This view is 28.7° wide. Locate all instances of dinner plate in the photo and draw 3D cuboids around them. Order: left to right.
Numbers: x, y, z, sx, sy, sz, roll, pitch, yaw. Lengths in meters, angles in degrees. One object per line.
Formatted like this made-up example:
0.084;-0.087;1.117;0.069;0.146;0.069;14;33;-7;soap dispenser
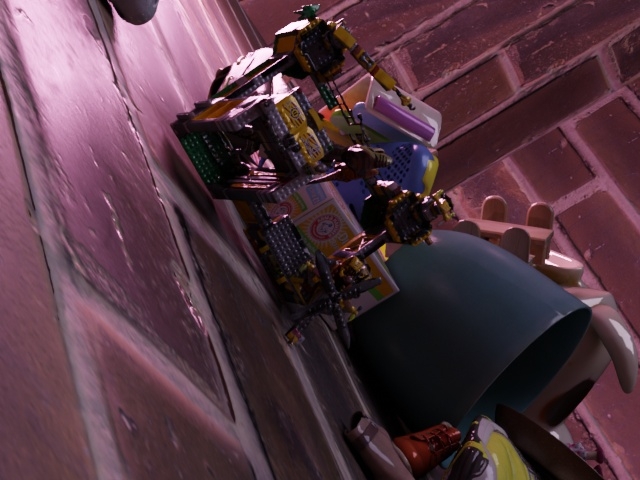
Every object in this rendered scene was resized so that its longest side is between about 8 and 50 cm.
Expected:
-0.124;-0.160;1.803;0.141;0.017;0.141;57;6;-9;dinner plate

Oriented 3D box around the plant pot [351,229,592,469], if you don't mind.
0.186;0.125;1.714;0.235;0.293;0.293;44;-1;23;plant pot

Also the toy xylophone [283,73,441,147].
0.032;-0.160;1.802;0.236;0.081;0.322;25;-23;-9;toy xylophone

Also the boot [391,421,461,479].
0.125;0.246;1.487;0.059;0.084;0.158;61;7;9;boot

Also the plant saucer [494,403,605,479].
0.289;0.281;1.566;0.198;0.036;0.198;41;-9;8;plant saucer

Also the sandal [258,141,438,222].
0.024;-0.082;1.714;0.138;0.317;0.126;36;61;-34;sandal

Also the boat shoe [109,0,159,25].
-0.232;-0.325;1.491;0.227;0.079;0.081;-106;173;-53;boat shoe

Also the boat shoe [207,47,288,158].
-0.102;-0.195;1.679;0.324;0.097;0.116;-96;-161;-67;boat shoe

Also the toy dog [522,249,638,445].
0.333;0.243;1.997;0.395;0.408;0.284;19;21;36;toy dog

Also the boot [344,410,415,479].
0.058;0.224;1.268;0.087;0.042;0.118;51;6;-11;boot

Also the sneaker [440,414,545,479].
0.222;0.308;1.490;0.147;0.145;0.385;30;-2;18;sneaker

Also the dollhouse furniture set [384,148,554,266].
0.234;-0.043;1.914;0.212;0.242;0.161;-30;127;-66;dollhouse furniture set

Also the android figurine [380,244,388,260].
0.094;0.032;2.106;0.248;0.056;0.273;27;32;-33;android figurine

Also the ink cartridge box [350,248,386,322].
0.058;0.054;1.890;0.139;0.082;0.190;66;7;22;ink cartridge box

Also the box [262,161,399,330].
0.000;0.000;1.588;0.203;0.103;0.114;54;7;-42;box

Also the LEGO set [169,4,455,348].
0.013;-0.072;1.301;0.192;0.255;0.331;7;-58;62;LEGO set

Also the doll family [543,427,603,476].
0.331;0.415;1.828;0.118;0.163;0.263;-78;167;-75;doll family
